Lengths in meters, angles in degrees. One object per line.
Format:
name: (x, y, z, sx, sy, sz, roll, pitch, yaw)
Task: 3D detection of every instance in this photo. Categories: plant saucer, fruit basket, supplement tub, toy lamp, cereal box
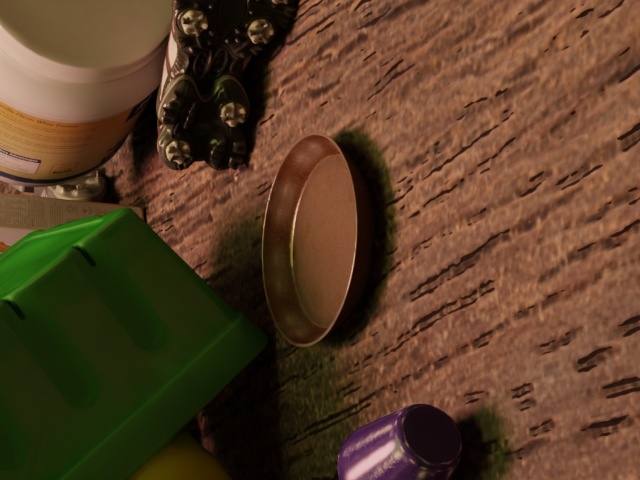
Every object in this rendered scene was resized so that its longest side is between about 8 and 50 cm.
plant saucer: (0.000, 0.000, 1.124, 0.168, 0.029, 0.168, -15, 73, 61)
fruit basket: (-0.197, 0.202, 1.191, 0.283, 0.392, 0.392, -11, 76, 47)
supplement tub: (-0.265, -0.202, 1.426, 0.316, 0.228, 0.228, 142, 127, -65)
toy lamp: (0.017, 0.200, 1.008, 0.275, 0.080, 0.080, -56, 39, 46)
cereal box: (-0.330, 0.003, 1.545, 0.173, 0.240, 0.047, -40, 51, 56)

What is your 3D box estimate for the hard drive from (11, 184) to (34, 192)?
hard drive: (-0.404, -0.139, 1.955, 0.094, 0.022, 0.135, 23, 107, 62)

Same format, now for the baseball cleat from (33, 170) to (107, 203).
baseball cleat: (-0.296, -0.042, 1.696, 0.206, 0.072, 0.109, -140, 45, -64)

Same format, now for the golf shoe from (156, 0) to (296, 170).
golf shoe: (-0.095, -0.195, 1.265, 0.120, 0.105, 0.273, -110, 35, -52)
